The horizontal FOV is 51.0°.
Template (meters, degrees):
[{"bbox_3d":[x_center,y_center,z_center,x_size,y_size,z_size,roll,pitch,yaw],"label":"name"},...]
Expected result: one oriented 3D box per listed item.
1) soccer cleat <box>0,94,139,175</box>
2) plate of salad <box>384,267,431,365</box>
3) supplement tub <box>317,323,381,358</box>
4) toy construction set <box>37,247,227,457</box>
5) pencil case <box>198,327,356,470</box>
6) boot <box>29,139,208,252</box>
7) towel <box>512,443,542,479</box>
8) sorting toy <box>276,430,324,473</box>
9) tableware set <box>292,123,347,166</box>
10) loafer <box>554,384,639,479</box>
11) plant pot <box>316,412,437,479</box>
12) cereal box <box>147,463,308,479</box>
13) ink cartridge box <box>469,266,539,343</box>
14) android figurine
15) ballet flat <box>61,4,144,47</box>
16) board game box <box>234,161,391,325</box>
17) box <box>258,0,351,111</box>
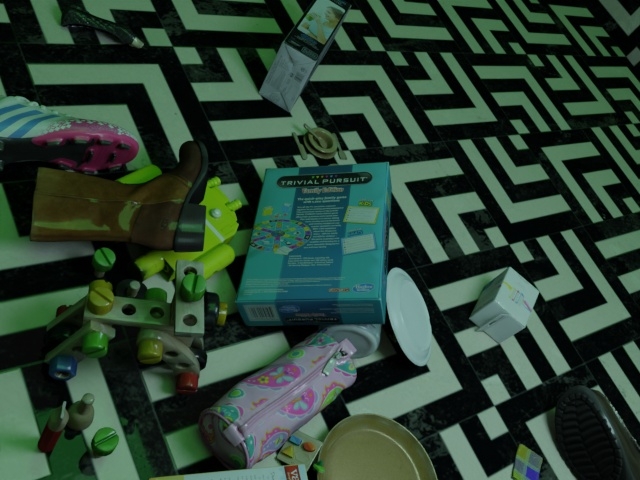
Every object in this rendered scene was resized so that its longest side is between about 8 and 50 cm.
[{"bbox_3d":[-0.487,-0.197,1.172,0.331,0.116,0.143,-4,60,-33],"label":"soccer cleat"},{"bbox_3d":[0.169,0.152,1.332,0.200,0.048,0.200,40,41,-46],"label":"plate of salad"},{"bbox_3d":[0.062,0.117,1.274,0.117,0.117,0.190,23,48,-15],"label":"supplement tub"},{"bbox_3d":[-0.275,0.143,0.964,0.257,0.237,0.309,33,47,-6],"label":"toy construction set"},{"bbox_3d":[-0.061,0.254,1.095,0.284,0.124,0.124,-29,75,-41],"label":"pencil case"},{"bbox_3d":[-0.338,-0.089,1.158,0.280,0.096,0.264,5,55,-12],"label":"boot"},{"bbox_3d":[0.405,0.444,1.313,0.060,0.009,0.083,38,46,-3],"label":"towel"},{"bbox_3d":[-0.023,0.346,1.093,0.083,0.012,0.062,19,48,22],"label":"sorting toy"},{"bbox_3d":[0.023,-0.185,1.529,0.128,0.039,0.194,-5,60,-34],"label":"tableware set"},{"bbox_3d":[0.601,0.461,1.353,0.130,0.134,0.366,-13,75,-42],"label":"loafer"},{"bbox_3d":[0.095,0.411,1.133,0.236,0.032,0.236,16,50,-20],"label":"plant pot"},{"bbox_3d":[-0.117,0.407,0.923,0.240,0.047,0.173,6,54,-28],"label":"cereal box"},{"bbox_3d":[0.401,0.148,1.476,0.090,0.092,0.143,40,47,0],"label":"ink cartridge box"},{"bbox_3d":[-0.262,-0.035,1.234,0.248,0.056,0.273,48,48,9],"label":"android figurine"},{"bbox_3d":[-0.464,-0.447,1.432,0.173,0.057,0.049,20,90,-17],"label":"ballet flat"},{"bbox_3d":[0.000,0.000,1.258,0.253,0.079,0.336,-2,48,11],"label":"board game box"},{"bbox_3d":[-0.034,-0.462,1.615,0.087,0.169,0.290,30,48,-5],"label":"box"}]
